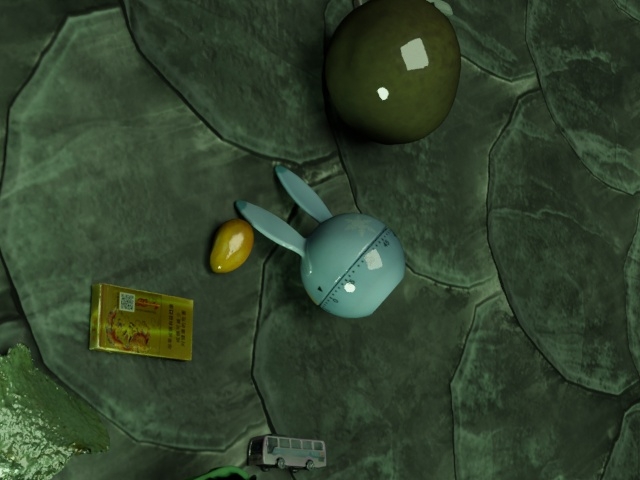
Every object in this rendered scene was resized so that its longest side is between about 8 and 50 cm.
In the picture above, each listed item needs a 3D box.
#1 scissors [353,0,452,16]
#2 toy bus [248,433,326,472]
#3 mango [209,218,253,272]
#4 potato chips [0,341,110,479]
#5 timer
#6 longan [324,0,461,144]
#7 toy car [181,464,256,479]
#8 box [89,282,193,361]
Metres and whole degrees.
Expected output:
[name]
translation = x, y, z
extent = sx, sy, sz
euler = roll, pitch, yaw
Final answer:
[scissors]
translation = 0.147, -0.429, 2.066
extent = 0.242, 0.030, 0.118
euler = 3, 78, -42
[toy bus]
translation = -0.046, 0.307, 1.669
extent = 0.130, 0.037, 0.052
euler = 15, 67, -44
[mango]
translation = -0.129, 0.010, 1.656
extent = 0.060, 0.046, 0.089
euler = 47, 63, -25
[potato chips]
translation = -0.346, 0.205, 1.368
extent = 0.228, 0.059, 0.167
euler = -10, 78, -47
[timer]
translation = 0.005, 0.019, 1.744
extent = 0.175, 0.255, 0.175
euler = -53, 156, -35
[longan]
translation = 0.123, -0.271, 1.866
extent = 0.248, 0.248, 0.248
euler = 14, 70, -44
[toy car]
translation = -0.133, 0.473, 1.446
extent = 0.213, 0.176, 0.359
euler = -17, 89, -48
[box]
translation = -0.235, 0.110, 1.533
extent = 0.156, 0.022, 0.089
euler = 12, 70, -44
